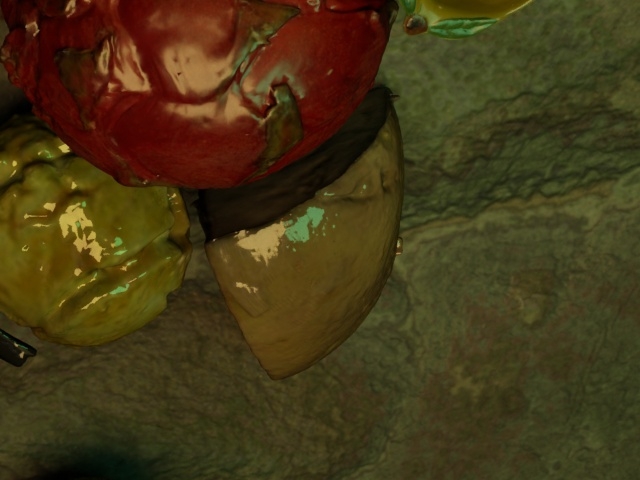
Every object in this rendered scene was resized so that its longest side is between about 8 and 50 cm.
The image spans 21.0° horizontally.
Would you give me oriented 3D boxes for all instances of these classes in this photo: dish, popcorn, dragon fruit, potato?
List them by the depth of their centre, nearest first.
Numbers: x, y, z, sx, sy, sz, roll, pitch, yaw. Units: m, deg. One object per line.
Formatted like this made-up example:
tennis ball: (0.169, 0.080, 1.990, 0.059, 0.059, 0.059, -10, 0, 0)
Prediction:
dragon fruit: (-0.098, -0.174, 1.400, 0.342, 0.277, 0.277, 8, 119, -13)
dish: (0.136, -0.270, 1.502, 0.207, 0.080, 0.149, -43, 124, 13)
popcorn: (-0.218, -0.012, 1.523, 0.204, 0.184, 0.221, -37, 118, 10)
potato: (0.014, 0.025, 1.589, 0.211, 0.189, 0.264, -19, 123, -1)

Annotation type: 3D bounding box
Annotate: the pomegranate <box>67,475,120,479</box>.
pomegranate: (-0.198, 0.331, 1.750, 0.248, 0.214, 0.214, -23, 134, -45)

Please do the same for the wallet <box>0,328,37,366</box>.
wallet: (-0.379, 0.015, 1.531, 0.285, 0.146, 0.030, 47, 71, -32)
